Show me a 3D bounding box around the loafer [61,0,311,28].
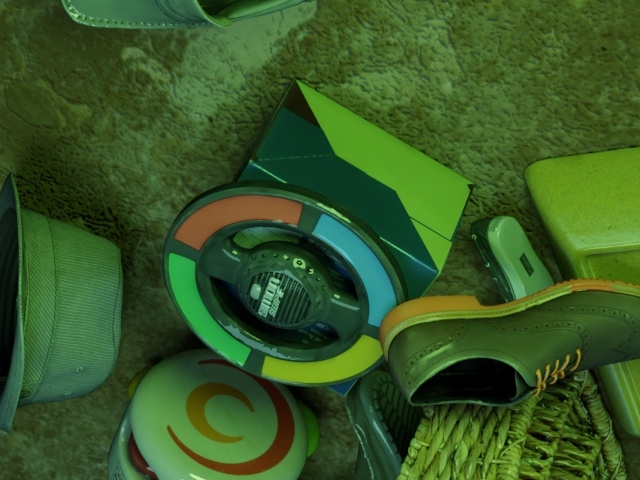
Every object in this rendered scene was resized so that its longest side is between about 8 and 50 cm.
[{"bbox_3d":[-0.100,-0.236,1.606,0.319,0.111,0.112,-11,123,30],"label":"loafer"}]

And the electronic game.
[{"bbox_3d":[-0.033,0.042,1.671,0.229,0.048,0.229,11,131,13],"label":"electronic game"}]

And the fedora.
[{"bbox_3d":[-0.270,0.069,1.897,0.124,0.244,0.275,4,134,-20],"label":"fedora"}]

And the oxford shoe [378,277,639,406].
[{"bbox_3d":[0.191,0.102,1.626,0.271,0.098,0.097,-7,132,-5],"label":"oxford shoe"}]

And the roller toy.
[{"bbox_3d":[-0.122,0.224,1.953,0.209,0.191,0.146,27,134,-1],"label":"roller toy"}]

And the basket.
[{"bbox_3d":[0.189,0.233,1.759,0.223,0.299,0.213,21,132,8],"label":"basket"}]

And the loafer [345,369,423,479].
[{"bbox_3d":[0.070,0.241,1.955,0.087,0.094,0.251,-8,125,23],"label":"loafer"}]

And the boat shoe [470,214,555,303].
[{"bbox_3d":[0.185,0.033,1.768,0.040,0.049,0.142,4,131,45],"label":"boat shoe"}]

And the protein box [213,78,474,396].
[{"bbox_3d":[0.000,0.000,1.749,0.200,0.136,0.201,30,133,-4],"label":"protein box"}]

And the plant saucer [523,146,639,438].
[{"bbox_3d":[0.375,0.063,1.687,0.332,0.081,0.333,-7,125,27],"label":"plant saucer"}]
